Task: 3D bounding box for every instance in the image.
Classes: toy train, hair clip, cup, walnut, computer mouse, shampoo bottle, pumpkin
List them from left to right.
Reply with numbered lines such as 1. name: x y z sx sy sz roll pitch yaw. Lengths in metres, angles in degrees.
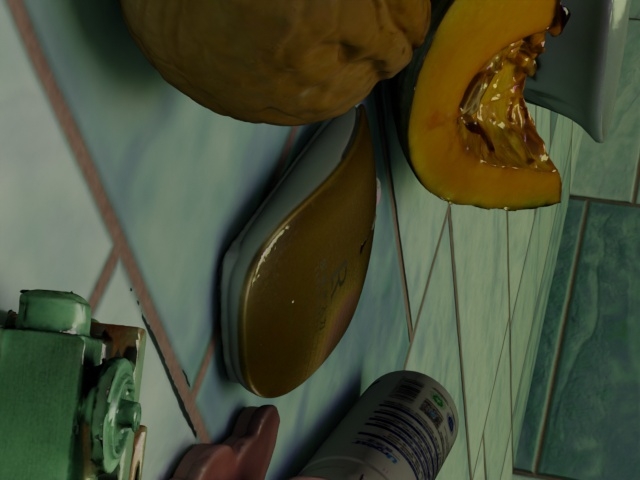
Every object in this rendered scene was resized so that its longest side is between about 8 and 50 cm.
1. toy train: -0.102 0.108 0.464 0.118 0.074 0.176 63 32 -80
2. hair clip: -0.057 0.158 0.717 0.138 0.102 0.123 9 88 -42
3. walnut: -0.017 -0.120 0.523 0.180 0.144 0.144 5 93 -78
4. computer mouse: 0.000 0.000 0.792 0.245 0.056 0.126 -58 153 -58
5. shampoo bottle: 0.034 0.186 0.938 0.303 0.092 0.092 -37 133 -68
6. pumpkin: 0.105 -0.132 1.036 0.169 0.148 0.312 -31 138 -16
7. cup: 0.245 -0.283 1.316 0.347 0.163 0.347 8 90 -74
